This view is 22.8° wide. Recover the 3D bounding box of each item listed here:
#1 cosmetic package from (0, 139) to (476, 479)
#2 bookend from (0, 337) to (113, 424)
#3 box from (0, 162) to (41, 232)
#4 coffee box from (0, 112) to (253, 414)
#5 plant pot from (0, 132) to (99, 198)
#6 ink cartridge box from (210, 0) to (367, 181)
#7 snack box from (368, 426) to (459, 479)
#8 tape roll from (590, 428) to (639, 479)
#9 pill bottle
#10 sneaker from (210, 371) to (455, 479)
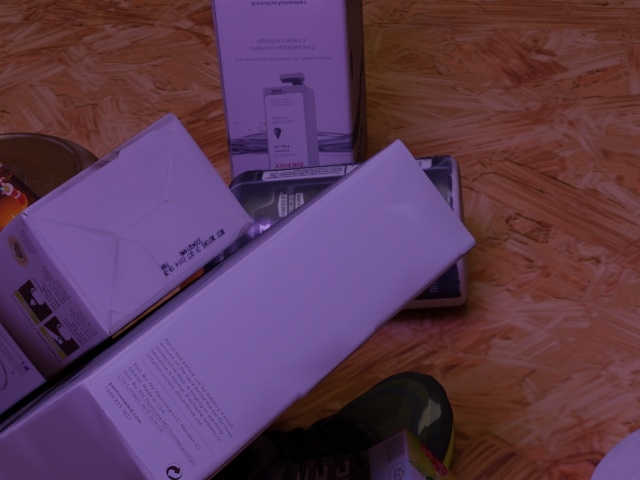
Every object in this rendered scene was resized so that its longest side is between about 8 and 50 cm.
[{"bbox_3d":[-0.103,0.098,1.085,0.284,0.097,0.377,-36,2,-35],"label":"cosmetic package"},{"bbox_3d":[-0.250,0.123,1.287,0.156,0.072,0.157,-8,36,-1],"label":"bookend"},{"bbox_3d":[-0.321,0.054,1.197,0.201,0.057,0.293,41,54,-4],"label":"box"},{"bbox_3d":[-0.173,0.026,1.103,0.141,0.098,0.246,-38,2,-37],"label":"coffee box"},{"bbox_3d":[-0.324,-0.044,1.569,0.236,0.032,0.236,-5,35,4],"label":"plant pot"},{"bbox_3d":[-0.021,-0.160,1.453,0.117,0.283,0.207,0,36,5],"label":"ink cartridge box"},{"bbox_3d":[0.077,0.209,1.075,0.037,0.100,0.141,-33,30,21],"label":"snack box"},{"bbox_3d":[0.284,0.209,1.058,0.219,0.072,0.219,-6,35,4],"label":"tape roll"},{"bbox_3d":[0.000,0.000,1.357,0.246,0.130,0.130,-4,36,7],"label":"pill bottle"},{"bbox_3d":[-0.017,0.175,1.124,0.300,0.121,0.111,-35,44,-31],"label":"sneaker"}]
